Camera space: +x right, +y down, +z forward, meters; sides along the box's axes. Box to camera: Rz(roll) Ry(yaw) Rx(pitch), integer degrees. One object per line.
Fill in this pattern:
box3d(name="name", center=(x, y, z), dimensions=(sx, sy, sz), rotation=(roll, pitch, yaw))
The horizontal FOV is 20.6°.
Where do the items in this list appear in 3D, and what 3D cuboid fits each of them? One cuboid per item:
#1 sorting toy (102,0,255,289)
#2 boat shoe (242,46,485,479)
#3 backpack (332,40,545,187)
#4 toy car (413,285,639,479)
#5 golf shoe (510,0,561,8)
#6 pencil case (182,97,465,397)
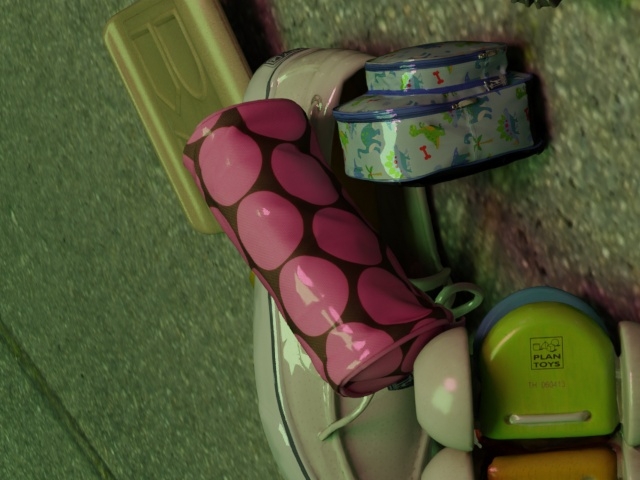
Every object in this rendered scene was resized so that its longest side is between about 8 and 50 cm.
box3d(name="sorting toy", center=(-0.072, -0.063, 1.453), dimensions=(0.307, 0.041, 0.229), rotation=(65, 158, -8))
box3d(name="boat shoe", center=(0.044, 0.044, 1.238), dimensions=(0.156, 0.136, 0.367), rotation=(4, 101, 57))
box3d(name="backpack", center=(0.067, -0.081, 1.112), dimensions=(0.105, 0.114, 0.084), rotation=(8, 114, 60))
box3d(name="toy car", center=(0.141, 0.110, 1.103), dimensions=(0.136, 0.159, 0.182), rotation=(-82, -12, -65))
box3d(name="golf shoe", center=(0.083, -0.260, 0.986), dimensions=(0.273, 0.120, 0.105), rotation=(56, 145, 5))
box3d(name="pencil case", center=(0.000, 0.000, 1.131), dimensions=(0.209, 0.098, 0.095), rotation=(56, 162, 20))
